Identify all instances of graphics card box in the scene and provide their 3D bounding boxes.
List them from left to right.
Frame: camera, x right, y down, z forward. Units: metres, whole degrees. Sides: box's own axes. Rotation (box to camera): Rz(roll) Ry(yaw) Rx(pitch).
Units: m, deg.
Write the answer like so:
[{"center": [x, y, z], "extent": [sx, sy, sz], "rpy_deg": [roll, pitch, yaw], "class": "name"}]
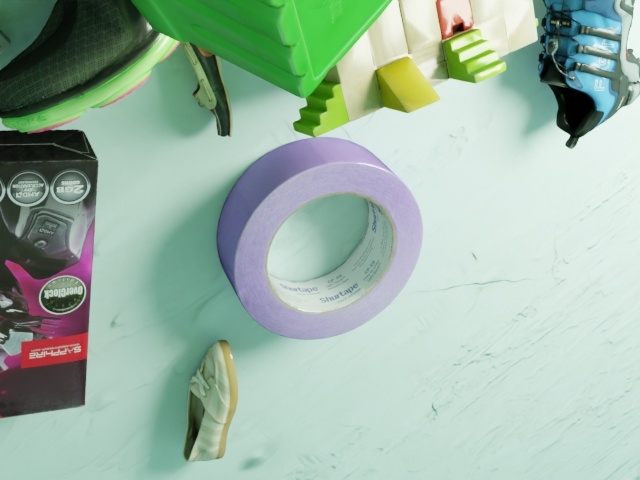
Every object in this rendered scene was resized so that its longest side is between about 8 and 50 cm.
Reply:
[{"center": [-0.395, 0.052, 1.022], "extent": [0.232, 0.094, 0.371], "rpy_deg": [-3, 121, -26], "class": "graphics card box"}]

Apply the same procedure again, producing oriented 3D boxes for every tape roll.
[{"center": [0.000, 0.000, 1.182], "extent": [0.274, 0.090, 0.275], "rpy_deg": [-11, 121, -19], "class": "tape roll"}]

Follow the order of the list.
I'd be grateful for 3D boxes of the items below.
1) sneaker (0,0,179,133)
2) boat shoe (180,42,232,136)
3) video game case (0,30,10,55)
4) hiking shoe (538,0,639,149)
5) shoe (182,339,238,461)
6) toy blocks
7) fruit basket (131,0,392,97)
[{"center": [-0.193, -0.322, 0.876], "extent": [0.202, 0.185, 0.483], "rpy_deg": [36, 91, -26], "class": "sneaker"}, {"center": [-0.136, -0.187, 1.039], "extent": [0.043, 0.049, 0.137], "rpy_deg": [-17, 121, -11], "class": "boat shoe"}, {"center": [-0.482, -0.198, 0.893], "extent": [0.227, 0.026, 0.206], "rpy_deg": [-44, 126, 4], "class": "video game case"}, {"center": [0.348, -0.268, 1.150], "extent": [0.132, 0.113, 0.304], "rpy_deg": [-45, 127, -15], "class": "hiking shoe"}, {"center": [-0.164, 0.242, 1.258], "extent": [0.058, 0.076, 0.219], "rpy_deg": [-5, 122, -27], "class": "shoe"}, {"center": [0.099, -0.317, 1.004], "extent": [0.381, 0.191, 0.261], "rpy_deg": [-26, 117, -21], "class": "toy blocks"}, {"center": [-0.091, -0.330, 0.657], "extent": [0.283, 0.392, 0.392], "rpy_deg": [-49, 126, -1], "class": "fruit basket"}]
